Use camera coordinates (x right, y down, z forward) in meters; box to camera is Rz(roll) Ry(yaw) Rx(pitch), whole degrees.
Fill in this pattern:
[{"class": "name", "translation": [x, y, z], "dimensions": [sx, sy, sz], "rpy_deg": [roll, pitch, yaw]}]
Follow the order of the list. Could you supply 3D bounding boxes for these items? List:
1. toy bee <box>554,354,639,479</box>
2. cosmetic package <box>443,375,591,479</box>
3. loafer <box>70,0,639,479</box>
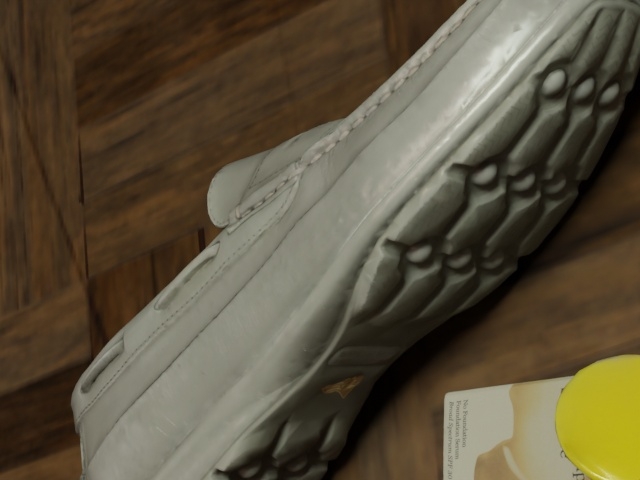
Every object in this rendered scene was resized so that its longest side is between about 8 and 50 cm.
[{"class": "toy bee", "translation": [0.187, 0.064, 0.576], "dimensions": [0.195, 0.162, 0.298], "rpy_deg": [43, 125, 9]}, {"class": "cosmetic package", "translation": [0.101, 0.080, 0.701], "dimensions": [0.115, 0.041, 0.060], "rpy_deg": [-14, 69, 40]}, {"class": "loafer", "translation": [0.000, 0.000, 0.770], "dimensions": [0.319, 0.112, 0.111], "rpy_deg": [-48, 59, 23]}]
